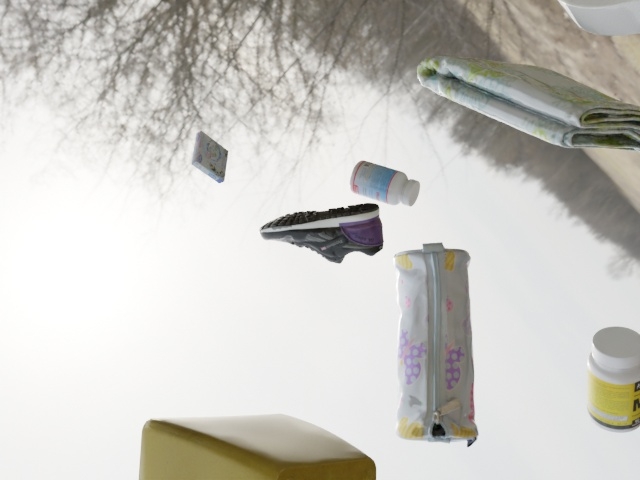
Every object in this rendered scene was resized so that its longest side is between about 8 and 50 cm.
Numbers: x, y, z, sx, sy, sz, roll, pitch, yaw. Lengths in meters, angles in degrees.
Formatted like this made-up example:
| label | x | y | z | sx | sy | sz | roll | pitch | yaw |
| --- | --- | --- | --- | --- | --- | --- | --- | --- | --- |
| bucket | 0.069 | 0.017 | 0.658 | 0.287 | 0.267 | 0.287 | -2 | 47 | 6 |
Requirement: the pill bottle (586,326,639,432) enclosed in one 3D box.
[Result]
| label | x | y | z | sx | sy | sz | roll | pitch | yaw |
| --- | --- | --- | --- | --- | --- | --- | --- | --- | --- |
| pill bottle | 0.622 | 0.291 | 1.395 | 0.119 | 0.119 | 0.208 | -100 | -3 | -59 |

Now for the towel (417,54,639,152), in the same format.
| label | x | y | z | sx | sy | sz | roll | pitch | yaw |
| --- | --- | --- | --- | --- | --- | --- | --- | --- | --- |
| towel | 0.416 | -0.266 | 1.249 | 0.321 | 0.090 | 0.374 | -2 | -152 | -38 |

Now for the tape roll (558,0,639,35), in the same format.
| label | x | y | z | sx | sy | sz | roll | pitch | yaw |
| --- | --- | --- | --- | --- | --- | --- | --- | --- | --- |
| tape roll | 0.546 | -0.492 | 1.030 | 0.072 | 0.392 | 0.392 | 37 | -160 | -31 |

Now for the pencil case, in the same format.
| label | x | y | z | sx | sy | sz | roll | pitch | yaw |
| --- | --- | --- | --- | --- | --- | --- | --- | --- | --- |
| pencil case | 0.157 | 0.144 | 0.926 | 0.124 | 0.114 | 0.272 | 30 | -121 | -65 |

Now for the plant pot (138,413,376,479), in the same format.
| label | x | y | z | sx | sy | sz | roll | pitch | yaw |
| --- | --- | --- | --- | --- | --- | --- | --- | --- | --- |
| plant pot | -0.055 | 0.301 | 0.709 | 0.212 | 0.187 | 0.212 | 13 | -106 | -44 |

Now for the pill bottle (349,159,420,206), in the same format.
| label | x | y | z | sx | sy | sz | roll | pitch | yaw |
| --- | --- | --- | --- | --- | --- | --- | --- | --- | --- |
| pill bottle | 0.159 | -0.137 | 1.637 | 0.160 | 0.087 | 0.087 | 20 | -172 | 25 |

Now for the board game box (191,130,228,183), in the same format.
| label | x | y | z | sx | sy | sz | roll | pitch | yaw |
| --- | --- | --- | --- | --- | --- | --- | --- | --- | --- |
| board game box | -0.251 | -0.189 | 1.514 | 0.090 | 0.020 | 0.090 | 37 | -135 | -43 |

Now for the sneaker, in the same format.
| label | x | y | z | sx | sy | sz | roll | pitch | yaw |
| --- | --- | --- | --- | --- | --- | --- | --- | --- | --- |
| sneaker | 0.000 | 0.000 | 1.479 | 0.107 | 0.284 | 0.124 | -46 | -53 | -64 |
